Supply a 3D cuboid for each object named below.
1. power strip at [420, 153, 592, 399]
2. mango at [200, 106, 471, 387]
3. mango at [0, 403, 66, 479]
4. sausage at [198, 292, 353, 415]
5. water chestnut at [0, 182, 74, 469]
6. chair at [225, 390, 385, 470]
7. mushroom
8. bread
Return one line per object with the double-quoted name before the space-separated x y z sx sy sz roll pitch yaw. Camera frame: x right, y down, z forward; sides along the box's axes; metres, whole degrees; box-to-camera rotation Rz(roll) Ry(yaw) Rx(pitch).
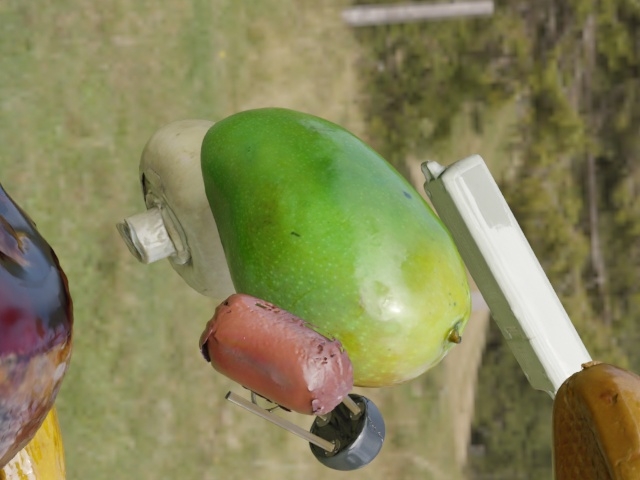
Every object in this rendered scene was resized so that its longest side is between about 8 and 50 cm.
"power strip" 0.219 0.048 1.716 0.338 0.058 0.098 62 -12 -2
"mango" 0.000 0.000 1.599 0.382 0.225 0.201 49 -4 27
"mango" -0.332 0.157 1.355 0.295 0.177 0.120 61 11 16
"sausage" -0.038 0.097 1.258 0.076 0.141 0.076 -51 157 -32
"water chestnut" -0.322 0.012 0.992 0.302 0.350 0.350 -51 -172 20
"chair" -0.025 0.183 1.762 0.221 0.104 0.095 40 -6 -30
"mushroom" -0.157 -0.034 1.907 0.246 0.202 0.246 160 -90 -74
"bread" 0.191 0.167 0.909 0.114 0.077 0.189 151 -63 -69
